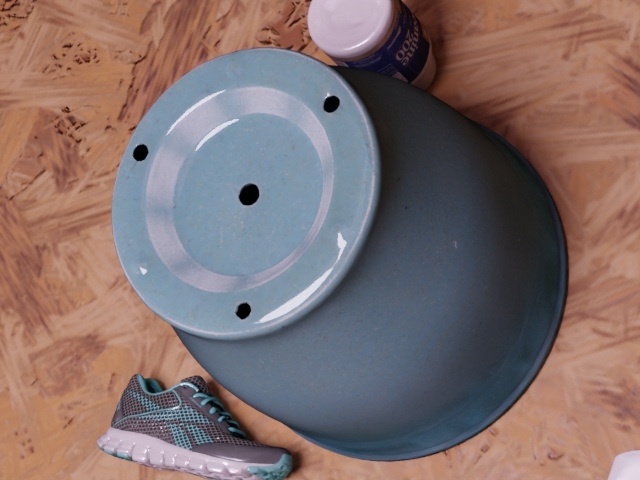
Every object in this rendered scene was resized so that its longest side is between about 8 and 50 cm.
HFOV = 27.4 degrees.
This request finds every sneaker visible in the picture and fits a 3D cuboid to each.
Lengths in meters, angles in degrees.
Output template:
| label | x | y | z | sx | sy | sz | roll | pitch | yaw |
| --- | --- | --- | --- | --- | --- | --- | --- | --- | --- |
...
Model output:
| label | x | y | z | sx | sy | sz | roll | pitch | yaw |
| --- | --- | --- | --- | --- | --- | --- | --- | --- | --- |
| sneaker | -0.094 | 0.141 | 1.001 | 0.166 | 0.065 | 0.076 | 8 | 75 | 26 |

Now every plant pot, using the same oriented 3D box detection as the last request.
| label | x | y | z | sx | sy | sz | roll | pitch | yaw |
| --- | --- | --- | --- | --- | --- | --- | --- | --- | --- |
| plant pot | 0.000 | 0.000 | 0.884 | 0.271 | 0.255 | 0.272 | -7 | 73 | 25 |

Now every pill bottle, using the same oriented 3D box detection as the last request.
| label | x | y | z | sx | sy | sz | roll | pitch | yaw |
| --- | --- | --- | --- | --- | --- | --- | --- | --- | --- |
| pill bottle | 0.044 | -0.148 | 0.981 | 0.067 | 0.120 | 0.067 | -7 | 73 | 24 |

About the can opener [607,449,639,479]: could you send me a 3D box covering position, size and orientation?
| label | x | y | z | sx | sy | sz | roll | pitch | yaw |
| --- | --- | --- | --- | --- | --- | --- | --- | --- | --- |
| can opener | 0.177 | 0.262 | 0.822 | 0.074 | 0.093 | 0.280 | 18 | 89 | 28 |
